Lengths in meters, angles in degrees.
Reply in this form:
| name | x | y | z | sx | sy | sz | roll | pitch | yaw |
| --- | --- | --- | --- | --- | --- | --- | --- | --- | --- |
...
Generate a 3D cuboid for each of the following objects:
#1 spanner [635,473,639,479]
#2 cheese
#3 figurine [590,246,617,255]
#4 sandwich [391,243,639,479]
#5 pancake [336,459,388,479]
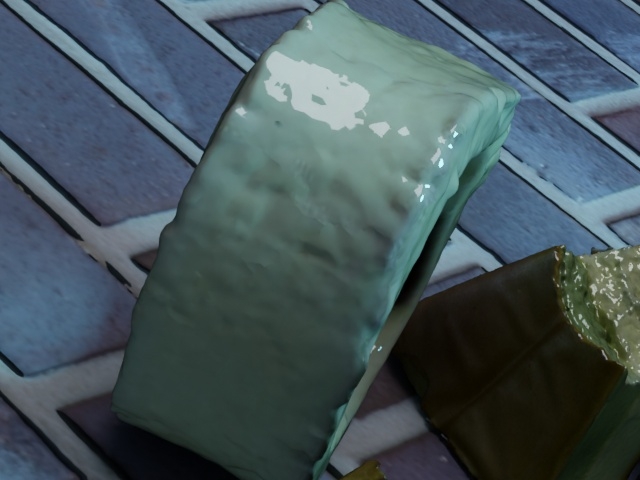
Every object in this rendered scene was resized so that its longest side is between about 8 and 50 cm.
| name | x | y | z | sx | sy | sz | roll | pitch | yaw |
| --- | --- | --- | --- | --- | --- | --- | --- | --- | --- |
| spanner | 0.239 | 0.269 | 1.325 | 0.096 | 0.040 | 0.325 | 20 | 31 | -12 |
| cheese | -0.001 | -0.003 | 1.275 | 0.153 | 0.332 | 0.292 | 29 | 40 | 5 |
| figurine | 0.220 | 0.064 | 1.587 | 0.147 | 0.093 | 0.197 | -9 | 33 | -3 |
| sandwich | 0.159 | 0.070 | 1.439 | 0.108 | 0.186 | 0.220 | 3 | 36 | -39 |
| pancake | 0.031 | 0.247 | 1.178 | 0.212 | 0.056 | 0.257 | -7 | 42 | -44 |
